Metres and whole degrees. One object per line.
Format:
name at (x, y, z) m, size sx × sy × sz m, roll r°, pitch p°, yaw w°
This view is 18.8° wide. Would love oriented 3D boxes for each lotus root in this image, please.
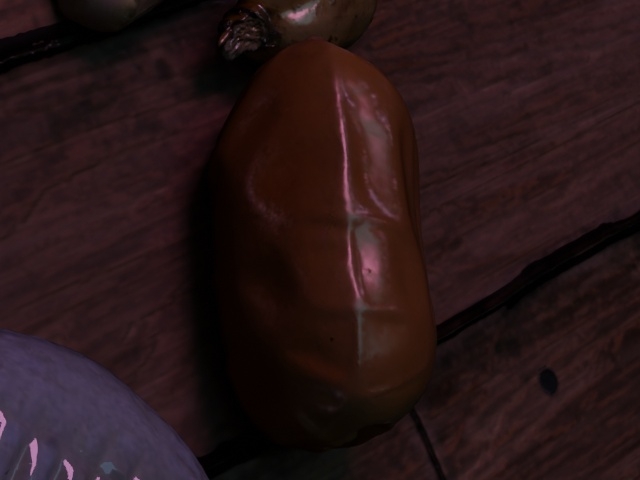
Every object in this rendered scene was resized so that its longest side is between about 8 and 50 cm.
lotus root at (-0.012, -0.137, 1.161) m, size 0.152 × 0.072 × 0.063 m, roll -25°, pitch 71°, yaw -47°

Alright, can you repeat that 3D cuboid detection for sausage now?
sausage at (0.000, 0.000, 1.088) m, size 0.120 × 0.136 × 0.241 m, roll 7°, pitch 66°, yaw -33°

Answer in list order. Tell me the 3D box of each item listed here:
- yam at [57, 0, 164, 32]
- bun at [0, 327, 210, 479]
yam at (-0.042, -0.196, 1.166) m, size 0.299 × 0.066 × 0.066 m, roll -32°, pitch 97°, yaw -42°
bun at (-0.170, 0.213, 0.798) m, size 0.362 × 0.211 × 0.362 m, roll 18°, pitch 61°, yaw -35°
